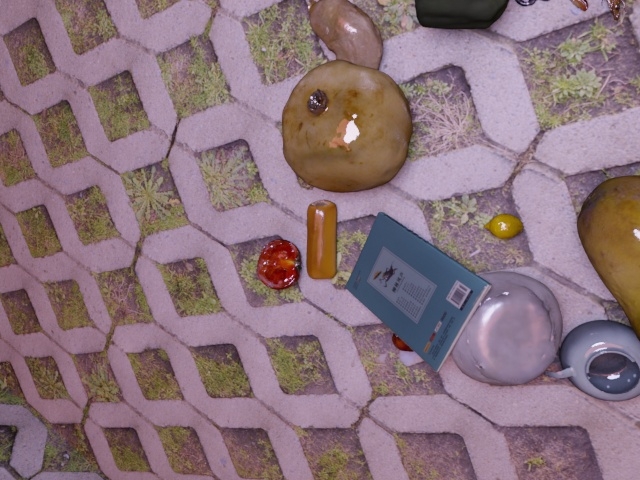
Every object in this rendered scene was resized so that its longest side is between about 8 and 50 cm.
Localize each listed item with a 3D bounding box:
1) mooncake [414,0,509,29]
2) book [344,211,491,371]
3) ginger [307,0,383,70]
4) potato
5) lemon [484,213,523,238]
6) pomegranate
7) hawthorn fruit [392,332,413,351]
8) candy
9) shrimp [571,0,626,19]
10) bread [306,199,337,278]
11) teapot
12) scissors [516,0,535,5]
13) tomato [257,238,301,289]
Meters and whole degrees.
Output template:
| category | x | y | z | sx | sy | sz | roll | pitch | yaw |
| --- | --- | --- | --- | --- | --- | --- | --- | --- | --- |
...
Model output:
| category | x | y | z | sx | sy | sz | roll | pitch | yaw |
| --- | --- | --- | --- | --- | --- | --- | --- | --- | --- |
| mooncake | 0.306 | -0.621 | 0.860 | 0.194 | 0.356 | 0.356 | 8 | 104 | 16 |
| book | 0.229 | 0.120 | 1.127 | 0.379 | 0.031 | 0.264 | 42 | 116 | 41 |
| ginger | 0.065 | -0.529 | 1.099 | 0.152 | 0.138 | 0.267 | -28 | 94 | 30 |
| potato | 0.655 | 0.055 | 0.860 | 0.296 | 0.290 | 0.397 | 30 | 70 | 8 |
| lemon | 0.460 | -0.036 | 1.072 | 0.092 | 0.065 | 0.065 | 3 | 102 | 24 |
| pomegranate | 0.060 | -0.271 | 1.061 | 0.333 | 0.332 | 0.332 | 5 | 103 | 22 |
| hawthorn fruit | 0.256 | 0.282 | 1.224 | 0.093 | 0.081 | 0.081 | 19 | 110 | -12 |
| candy | 0.447 | 0.218 | 1.067 | 0.295 | 0.185 | 0.295 | -1 | 87 | 16 |
| shrimp | 0.591 | -0.541 | 0.922 | 0.095 | 0.045 | 0.162 | -22 | 94 | 26 |
| bread | 0.000 | 0.000 | 1.270 | 0.093 | 0.074 | 0.239 | 6 | 103 | 27 |
| teapot | 0.678 | 0.288 | 1.011 | 0.294 | 0.129 | 0.193 | -14 | 94 | 24 |
| scissors | 0.473 | -0.688 | 0.955 | 0.109 | 0.022 | 0.300 | -7 | 97 | 20 |
| tomato | -0.119 | 0.080 | 1.331 | 0.139 | 0.091 | 0.159 | -4 | 72 | 14 |
